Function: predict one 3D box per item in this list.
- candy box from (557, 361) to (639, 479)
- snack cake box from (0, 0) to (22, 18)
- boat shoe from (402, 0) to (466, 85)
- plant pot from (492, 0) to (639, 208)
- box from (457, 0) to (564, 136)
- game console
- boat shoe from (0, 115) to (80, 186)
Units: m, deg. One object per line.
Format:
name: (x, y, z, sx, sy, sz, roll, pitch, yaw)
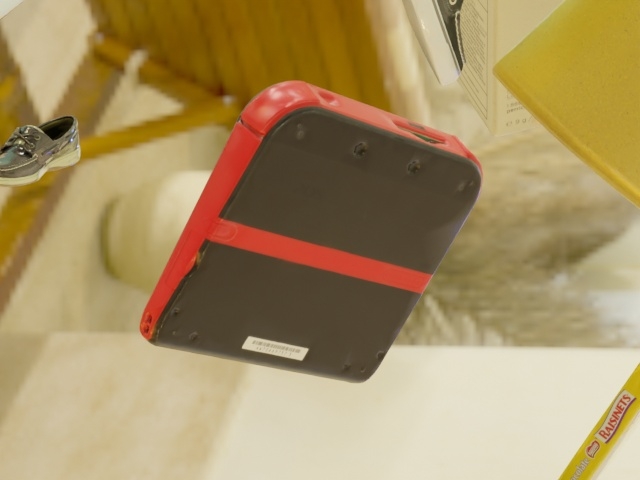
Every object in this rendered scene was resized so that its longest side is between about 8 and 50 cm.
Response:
candy box: (0.250, 0.166, 1.496, 0.105, 0.027, 0.206, -18, 142, -61)
snack cake box: (-0.494, -0.254, 2.168, 0.089, 0.264, 0.152, 52, 45, -11)
boat shoe: (0.063, -0.149, 0.961, 0.049, 0.040, 0.142, -111, -179, -53)
plant pot: (0.278, -0.099, 1.113, 0.212, 0.212, 0.187, -3, 56, -57)
box: (0.161, -0.249, 1.329, 0.311, 0.121, 0.148, 86, -15, -47)
game console: (0.000, 0.000, 2.058, 0.386, 0.060, 0.342, 15, 111, -44)
boat shoe: (-0.286, -0.089, 1.699, 0.152, 0.056, 0.049, -37, 136, -63)
